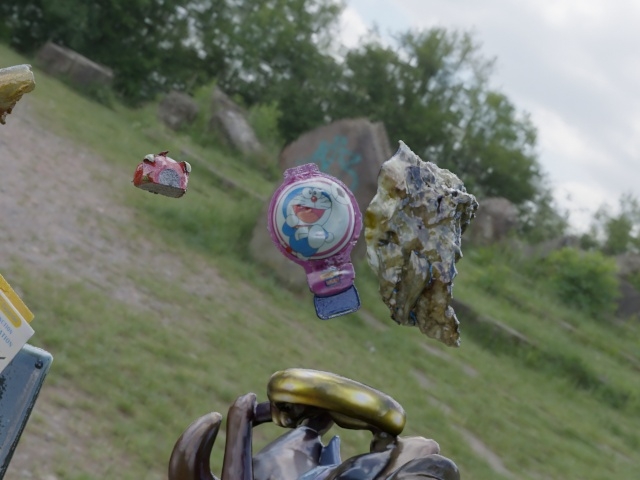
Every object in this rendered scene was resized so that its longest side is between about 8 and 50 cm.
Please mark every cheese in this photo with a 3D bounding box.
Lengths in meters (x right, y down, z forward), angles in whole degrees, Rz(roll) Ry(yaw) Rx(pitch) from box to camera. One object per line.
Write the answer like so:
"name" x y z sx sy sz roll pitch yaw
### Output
"cheese" 0.000 0.000 1.604 0.155 0.244 0.062 -14 -3 -15

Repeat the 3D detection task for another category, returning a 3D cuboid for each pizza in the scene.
"pizza" -0.528 -0.208 1.585 0.161 0.182 0.063 149 -79 -73

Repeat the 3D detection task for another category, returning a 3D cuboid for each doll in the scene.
"doll" 0.008 0.256 1.016 0.318 0.209 0.339 45 -16 -18

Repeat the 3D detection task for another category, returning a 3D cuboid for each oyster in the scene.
"oyster" 0.129 0.000 1.255 0.083 0.214 0.223 -1 -26 38

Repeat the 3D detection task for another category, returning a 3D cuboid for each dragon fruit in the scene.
"dragon fruit" -0.226 -0.099 1.495 0.083 0.060 0.056 16 -23 -33

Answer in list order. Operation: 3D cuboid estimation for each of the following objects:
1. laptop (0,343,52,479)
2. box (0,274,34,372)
"laptop" -0.513 0.258 1.472 0.187 0.269 0.015 30 -16 -35
"box" -0.482 0.150 1.365 0.033 0.247 0.129 2 -45 38
